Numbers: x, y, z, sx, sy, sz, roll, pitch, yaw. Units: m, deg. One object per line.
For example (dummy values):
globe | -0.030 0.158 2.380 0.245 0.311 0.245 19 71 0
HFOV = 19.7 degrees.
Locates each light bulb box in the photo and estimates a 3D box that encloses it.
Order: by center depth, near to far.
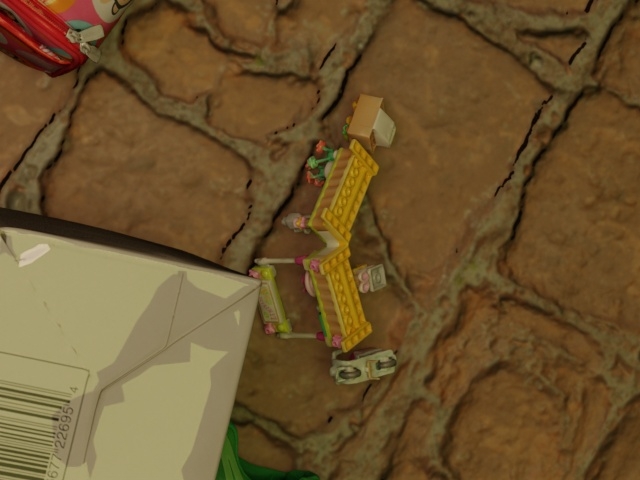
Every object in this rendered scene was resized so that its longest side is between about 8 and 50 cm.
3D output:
light bulb box | -0.230 0.165 1.594 0.225 0.361 0.358 14 90 -16

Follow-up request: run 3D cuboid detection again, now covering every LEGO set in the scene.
LEGO set | 0.000 0.000 1.808 0.132 0.107 0.287 -2 90 -51

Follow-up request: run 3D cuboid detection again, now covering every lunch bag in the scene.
lunch bag | -0.297 -0.269 1.594 0.293 0.258 0.120 39 81 -15

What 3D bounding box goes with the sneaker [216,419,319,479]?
sneaker | -0.027 0.292 1.795 0.123 0.109 0.295 -46 105 -5
